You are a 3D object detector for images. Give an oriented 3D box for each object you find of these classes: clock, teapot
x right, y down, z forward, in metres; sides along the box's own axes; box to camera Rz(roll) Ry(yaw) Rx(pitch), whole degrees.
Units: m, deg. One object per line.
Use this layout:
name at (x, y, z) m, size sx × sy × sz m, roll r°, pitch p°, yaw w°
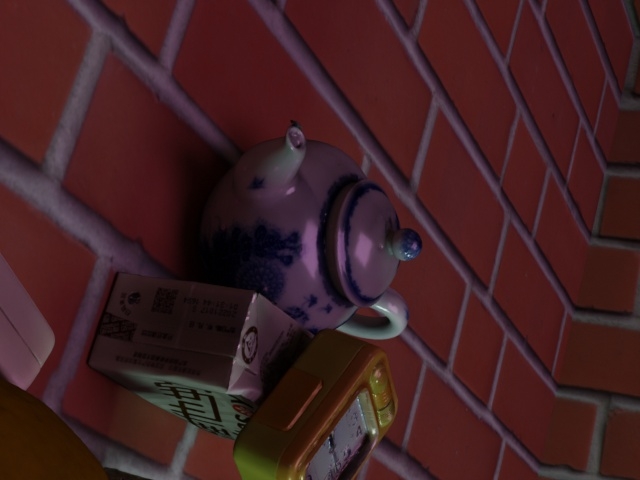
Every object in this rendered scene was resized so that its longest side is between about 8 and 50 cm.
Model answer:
clock at (0.000, 0.213, 1.399) m, size 0.202 × 0.096 × 0.143 m, roll -50°, pitch 146°, yaw -30°
teapot at (0.000, 0.000, 1.557) m, size 0.424 × 0.280 × 0.252 m, roll 59°, pitch 43°, yaw -45°

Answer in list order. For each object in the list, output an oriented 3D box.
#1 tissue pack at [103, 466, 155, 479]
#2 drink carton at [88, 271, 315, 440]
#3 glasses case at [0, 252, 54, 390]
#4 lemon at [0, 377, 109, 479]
tissue pack at (-0.253, 0.366, 1.330) m, size 0.159 × 0.125 × 0.234 m, roll 27°, pitch 73°, yaw -61°
drink carton at (-0.103, 0.159, 1.496) m, size 0.324 × 0.194 × 0.132 m, roll 45°, pitch 56°, yaw -56°
glasses case at (-0.350, 0.010, 1.055) m, size 0.070 × 0.131 × 0.313 m, roll -63°, pitch 147°, yaw -35°
lemon at (-0.316, 0.256, 0.973) m, size 0.348 × 0.348 × 0.348 m, roll -23°, pitch 116°, yaw -59°
